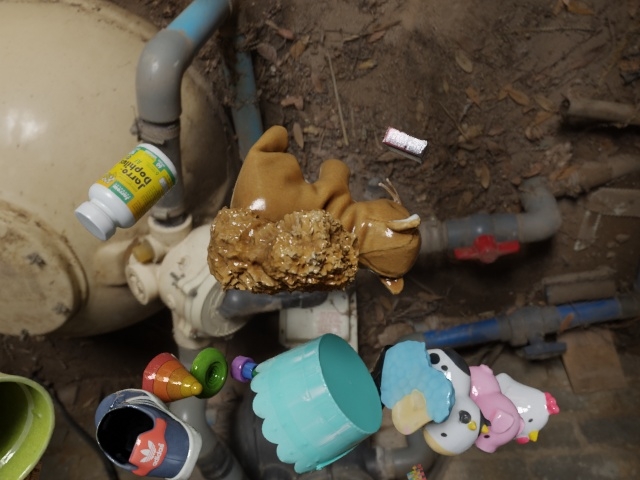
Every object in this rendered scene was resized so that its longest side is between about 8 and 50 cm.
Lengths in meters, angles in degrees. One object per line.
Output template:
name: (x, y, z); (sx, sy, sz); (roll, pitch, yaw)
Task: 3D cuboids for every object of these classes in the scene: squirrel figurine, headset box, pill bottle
squirrel figurine: (0.000, 0.000, 1.119); (0.370, 0.397, 0.281); (20, 123, 9)
headset box: (0.149, -0.169, 1.028); (0.083, 0.062, 0.032); (24, 91, 13)
pill bottle: (-0.412, -0.100, 1.231); (0.117, 0.208, 0.118); (30, 151, 18)

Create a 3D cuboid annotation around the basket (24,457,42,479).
basket: (-0.747, 0.545, 1.304); (0.222, 0.213, 0.300); (8, 94, -20)

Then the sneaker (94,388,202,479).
sneaker: (-0.376, 0.353, 1.114); (0.349, 0.131, 0.148); (0, 158, 46)

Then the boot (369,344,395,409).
boot: (0.190, 0.445, 1.619); (0.094, 0.247, 0.207); (10, 123, -29)

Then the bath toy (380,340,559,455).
bath toy: (0.242, 0.249, 0.876); (0.348, 0.152, 0.129); (22, 155, -40)

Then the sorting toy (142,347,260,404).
sorting toy: (-0.248, 0.332, 1.394); (0.126, 0.127, 0.365); (4, 176, 32)

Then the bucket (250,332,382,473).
bucket: (0.000, 0.357, 1.308); (0.183, 0.281, 0.281); (-33, 121, 20)

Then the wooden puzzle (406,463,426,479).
wooden puzzle: (0.277, 0.683, 1.673); (0.049, 0.083, 0.006); (-27, 114, 5)

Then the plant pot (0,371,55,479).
plant pot: (-0.694, 0.324, 1.085); (0.253, 0.276, 0.276); (24, 137, 32)
